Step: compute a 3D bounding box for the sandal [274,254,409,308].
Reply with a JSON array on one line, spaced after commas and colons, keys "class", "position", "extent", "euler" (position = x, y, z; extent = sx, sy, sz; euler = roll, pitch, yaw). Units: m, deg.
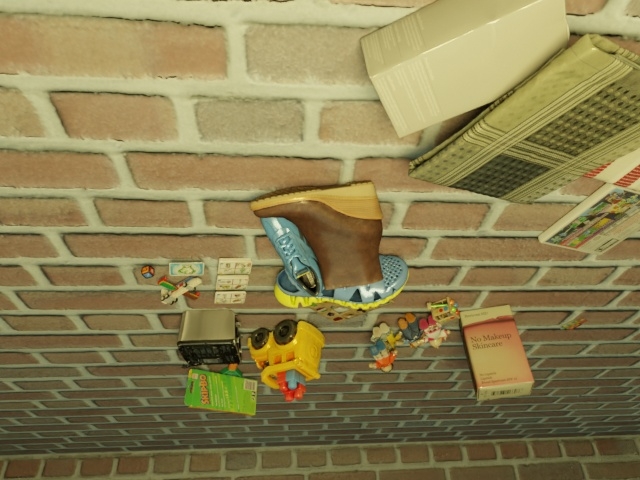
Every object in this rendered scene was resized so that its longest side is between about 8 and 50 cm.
[{"class": "sandal", "position": [0.042, 0.079, 1.023], "extent": [0.318, 0.126, 0.138], "euler": [-7, 140, 3]}]

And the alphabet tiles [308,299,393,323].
[{"class": "alphabet tiles", "position": [0.083, 0.157, 1.223], "extent": [0.237, 0.009, 0.198], "euler": [-26, 138, 27]}]

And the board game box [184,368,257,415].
[{"class": "board game box", "position": [-0.346, 0.534, 1.574], "extent": [0.260, 0.124, 0.039], "euler": [22, 139, -29]}]

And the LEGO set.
[{"class": "LEGO set", "position": [-0.300, 0.091, 1.089], "extent": [0.245, 0.060, 0.182], "euler": [0, 140, -17]}]

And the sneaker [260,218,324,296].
[{"class": "sneaker", "position": [-0.052, 0.023, 0.906], "extent": [0.069, 0.082, 0.209], "euler": [-28, 108, 6]}]

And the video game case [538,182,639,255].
[{"class": "video game case", "position": [0.618, -0.042, 0.979], "extent": [0.184, 0.023, 0.201], "euler": [10, 143, -18]}]

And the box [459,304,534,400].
[{"class": "box", "position": [0.498, 0.322, 1.291], "extent": [0.149, 0.232, 0.126], "euler": [-11, 143, 11]}]

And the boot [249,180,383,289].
[{"class": "boot", "position": [0.000, 0.000, 0.854], "extent": [0.249, 0.090, 0.206], "euler": [-6, 105, -6]}]

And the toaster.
[{"class": "toaster", "position": [-0.317, 0.284, 1.281], "extent": [0.186, 0.110, 0.168], "euler": [-2, 143, -3]}]

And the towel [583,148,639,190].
[{"class": "towel", "position": [0.591, -0.180, 0.778], "extent": [0.330, 0.037, 0.237], "euler": [10, 144, -15]}]

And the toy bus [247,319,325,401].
[{"class": "toy bus", "position": [-0.107, 0.364, 1.315], "extent": [0.221, 0.211, 0.149], "euler": [-20, 136, 25]}]

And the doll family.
[{"class": "doll family", "position": [0.252, 0.295, 1.363], "extent": [0.263, 0.118, 0.163], "euler": [-26, 135, 1]}]

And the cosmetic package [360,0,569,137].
[{"class": "cosmetic package", "position": [0.188, -0.248, 0.597], "extent": [0.238, 0.107, 0.127], "euler": [-20, 142, 17]}]

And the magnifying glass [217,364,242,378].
[{"class": "magnifying glass", "position": [-0.317, 0.465, 1.603], "extent": [0.092, 0.026, 0.230], "euler": [7, 142, -13]}]

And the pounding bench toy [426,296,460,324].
[{"class": "pounding bench toy", "position": [0.342, 0.189, 1.249], "extent": [0.065, 0.052, 0.083], "euler": [-28, 137, 30]}]

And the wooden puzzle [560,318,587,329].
[{"class": "wooden puzzle", "position": [0.805, 0.270, 1.434], "extent": [0.050, 0.006, 0.083], "euler": [12, 141, -20]}]

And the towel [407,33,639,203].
[{"class": "towel", "position": [0.344, -0.159, 0.680], "extent": [0.313, 0.056, 0.324], "euler": [7, 156, -30]}]
